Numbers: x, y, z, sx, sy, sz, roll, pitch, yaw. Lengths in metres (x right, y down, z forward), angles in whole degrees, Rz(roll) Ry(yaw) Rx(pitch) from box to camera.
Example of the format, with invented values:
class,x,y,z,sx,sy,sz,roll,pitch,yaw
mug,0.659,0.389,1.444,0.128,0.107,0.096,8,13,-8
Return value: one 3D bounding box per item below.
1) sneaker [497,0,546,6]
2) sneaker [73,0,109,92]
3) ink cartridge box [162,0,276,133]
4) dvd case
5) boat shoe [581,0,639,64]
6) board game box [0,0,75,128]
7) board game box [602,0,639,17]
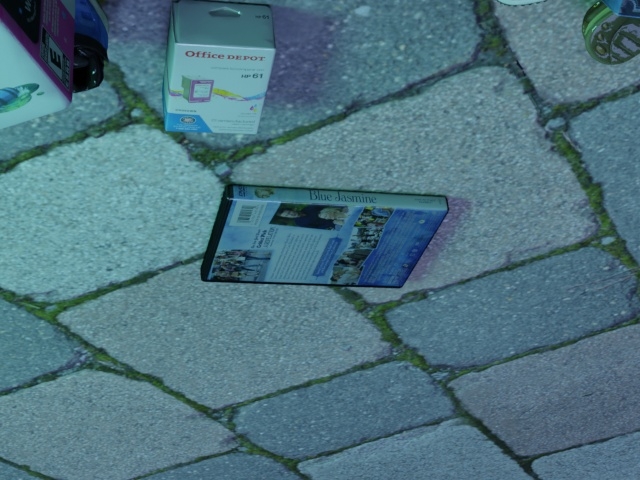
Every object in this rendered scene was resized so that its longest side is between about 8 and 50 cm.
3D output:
class,x,y,z,sx,sy,sz,roll,pitch,yaw
sneaker,0.210,-0.242,0.936,0.161,0.057,0.075,-12,154,13
sneaker,-0.215,-0.180,0.926,0.058,0.084,0.152,-13,148,10
ink cartridge box,-0.092,-0.152,1.028,0.089,0.052,0.122,1,146,-12
dvd case,0.000,0.000,1.321,0.253,0.022,0.180,2,148,-15
boat shoe,0.301,-0.222,0.987,0.178,0.060,0.064,-32,124,22
board game box,-0.258,-0.238,0.692,0.098,0.224,0.303,-15,148,13
board game box,0.360,-0.248,0.911,0.243,0.042,0.165,2,123,-15
